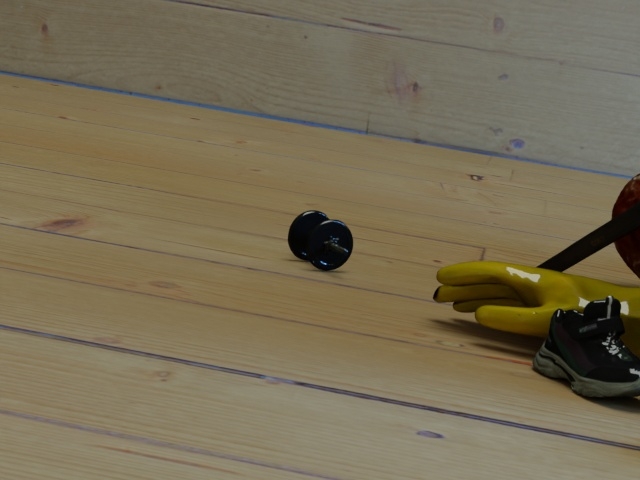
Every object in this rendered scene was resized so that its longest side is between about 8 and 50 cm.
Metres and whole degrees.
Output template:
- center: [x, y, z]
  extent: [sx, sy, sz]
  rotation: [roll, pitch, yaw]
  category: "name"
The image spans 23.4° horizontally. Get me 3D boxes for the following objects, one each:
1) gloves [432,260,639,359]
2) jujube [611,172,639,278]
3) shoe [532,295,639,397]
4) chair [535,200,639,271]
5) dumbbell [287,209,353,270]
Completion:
- center: [0.264, 0.082, 1.738]
  extent: [0.294, 0.116, 0.133]
  rotation: [7, -31, 32]
  category: "gloves"
- center: [0.535, 0.003, 2.131]
  extent: [0.197, 0.197, 0.290]
  rotation: [0, 27, -43]
  category: "jujube"
- center: [0.284, 0.103, 1.582]
  extent: [0.071, 0.099, 0.169]
  rotation: [3, 9, -29]
  category: "shoe"
- center: [0.469, 0.042, 1.940]
  extent: [0.240, 0.416, 0.203]
  rotation: [56, 22, 7]
  category: "chair"
- center: [0.000, 0.000, 2.026]
  extent: [0.069, 0.069, 0.147]
  rotation: [4, 10, -28]
  category: "dumbbell"
